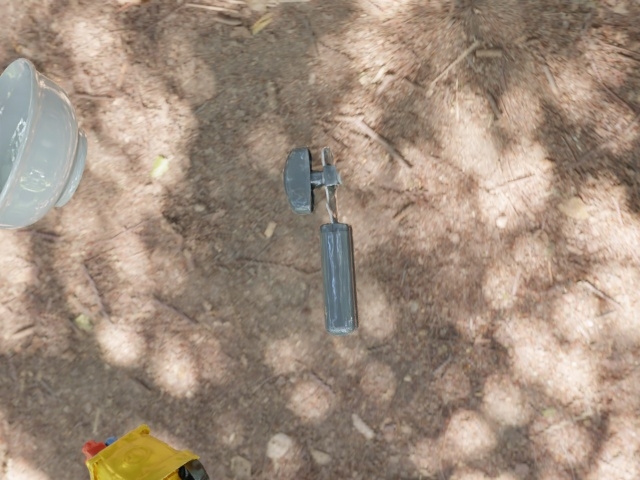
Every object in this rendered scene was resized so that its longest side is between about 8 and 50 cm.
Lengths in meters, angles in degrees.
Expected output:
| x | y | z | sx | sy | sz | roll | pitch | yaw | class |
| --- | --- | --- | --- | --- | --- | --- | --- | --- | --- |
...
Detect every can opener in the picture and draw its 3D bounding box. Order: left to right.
| x | y | z | sx | sy | sz | roll | pitch | yaw | class |
| --- | --- | --- | --- | --- | --- | --- | --- | --- | --- |
| 0.000 | 0.000 | 1.185 | 0.095 | 0.076 | 0.283 | -4 | 86 | 9 | can opener |

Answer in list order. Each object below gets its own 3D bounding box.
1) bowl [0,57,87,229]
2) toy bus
| x | y | z | sx | sy | sz | roll | pitch | yaw | class |
| --- | --- | --- | --- | --- | --- | --- | --- | --- | --- |
| -0.481 | -0.140 | 1.333 | 0.134 | 0.298 | 0.298 | 18 | 114 | -37 | bowl |
| -0.293 | 0.407 | 1.272 | 0.211 | 0.149 | 0.220 | 24 | 130 | 34 | toy bus |
